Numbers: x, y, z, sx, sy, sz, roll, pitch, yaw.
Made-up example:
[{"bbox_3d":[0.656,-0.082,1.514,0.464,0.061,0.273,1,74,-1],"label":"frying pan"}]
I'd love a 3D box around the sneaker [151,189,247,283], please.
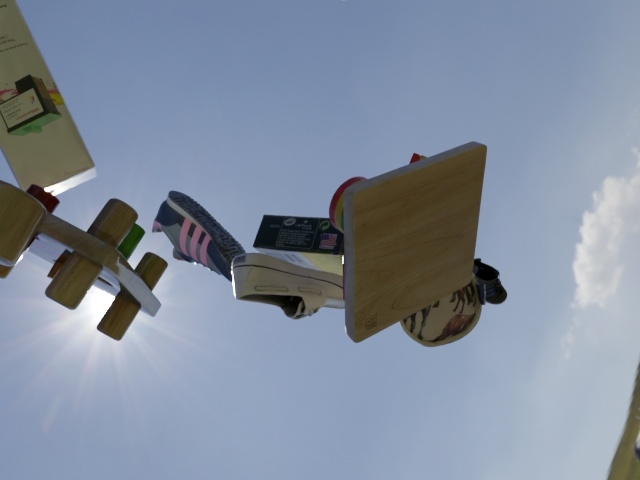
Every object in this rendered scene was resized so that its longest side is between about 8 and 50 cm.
[{"bbox_3d":[-0.289,0.023,1.476,0.131,0.319,0.112,-51,-20,18],"label":"sneaker"}]

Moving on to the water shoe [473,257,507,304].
[{"bbox_3d":[0.448,0.114,1.604,0.203,0.080,0.073,33,-115,-27],"label":"water shoe"}]

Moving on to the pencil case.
[{"bbox_3d":[0.236,0.069,1.254,0.410,0.160,0.183,-61,-9,-77],"label":"pencil case"}]

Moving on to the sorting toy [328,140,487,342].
[{"bbox_3d":[0.125,-0.011,0.926,0.257,0.089,0.255,-22,-53,-29],"label":"sorting toy"}]

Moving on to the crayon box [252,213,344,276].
[{"bbox_3d":[0.027,0.053,1.265,0.318,0.202,0.081,46,-126,-53],"label":"crayon box"}]

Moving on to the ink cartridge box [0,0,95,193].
[{"bbox_3d":[-0.474,-0.214,0.969,0.117,0.201,0.278,-26,-81,-17],"label":"ink cartridge box"}]

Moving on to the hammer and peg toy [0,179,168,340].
[{"bbox_3d":[-0.327,-0.020,0.672,0.127,0.266,0.361,-61,-7,-19],"label":"hammer and peg toy"}]

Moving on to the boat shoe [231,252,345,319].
[{"bbox_3d":[-0.039,0.097,1.071,0.267,0.096,0.088,23,-123,-40],"label":"boat shoe"}]
